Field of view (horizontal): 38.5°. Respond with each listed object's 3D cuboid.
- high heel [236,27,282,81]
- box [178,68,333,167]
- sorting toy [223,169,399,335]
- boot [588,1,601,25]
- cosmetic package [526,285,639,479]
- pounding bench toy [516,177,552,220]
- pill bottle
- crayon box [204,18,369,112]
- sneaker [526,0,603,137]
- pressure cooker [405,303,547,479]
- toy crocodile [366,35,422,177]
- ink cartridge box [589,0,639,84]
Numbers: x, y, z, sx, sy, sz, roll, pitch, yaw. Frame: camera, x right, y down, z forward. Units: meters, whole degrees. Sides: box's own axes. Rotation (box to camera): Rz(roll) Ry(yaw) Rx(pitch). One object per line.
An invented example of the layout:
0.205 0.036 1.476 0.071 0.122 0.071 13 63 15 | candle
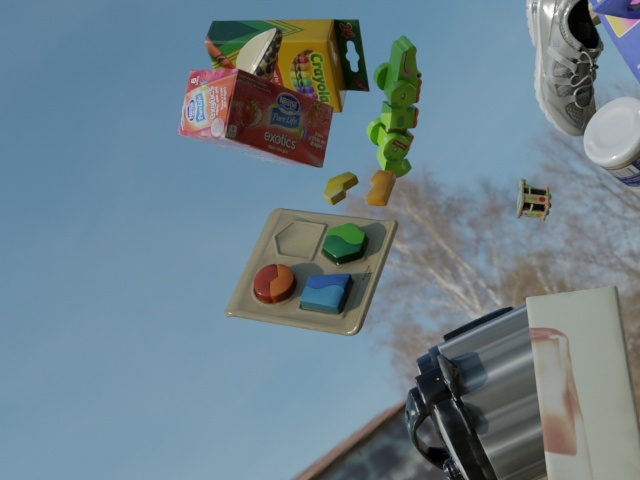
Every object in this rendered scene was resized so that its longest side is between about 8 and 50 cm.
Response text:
-0.080 -0.307 1.797 0.186 0.093 0.261 11 -39 -27 | high heel
-0.111 -0.215 1.633 0.257 0.128 0.122 12 -93 -48 | box
0.000 0.000 1.401 0.041 0.229 0.307 66 -143 -46 | sorting toy
0.583 -0.392 1.640 0.077 0.165 0.213 -14 -8 -43 | boot
0.368 0.229 1.260 0.129 0.296 0.153 -8 -25 16 | cosmetic package
0.443 -0.090 1.894 0.052 0.065 0.083 89 -172 -56 | pounding bench toy
0.420 -0.104 1.159 0.169 0.094 0.094 28 -72 -32 | pill bottle
-0.066 -0.370 1.947 0.202 0.319 0.081 75 -158 -49 | crayon box
0.438 -0.308 1.590 0.105 0.115 0.281 -32 -66 -28 | sneaker
0.396 0.364 2.036 0.420 0.370 0.375 -26 2 6 | pressure cooker
0.179 -0.295 2.082 0.105 0.115 0.340 -5 -58 -18 | toy crocodile
0.442 -0.273 0.841 0.395 0.151 0.270 -30 -4 -19 | ink cartridge box
